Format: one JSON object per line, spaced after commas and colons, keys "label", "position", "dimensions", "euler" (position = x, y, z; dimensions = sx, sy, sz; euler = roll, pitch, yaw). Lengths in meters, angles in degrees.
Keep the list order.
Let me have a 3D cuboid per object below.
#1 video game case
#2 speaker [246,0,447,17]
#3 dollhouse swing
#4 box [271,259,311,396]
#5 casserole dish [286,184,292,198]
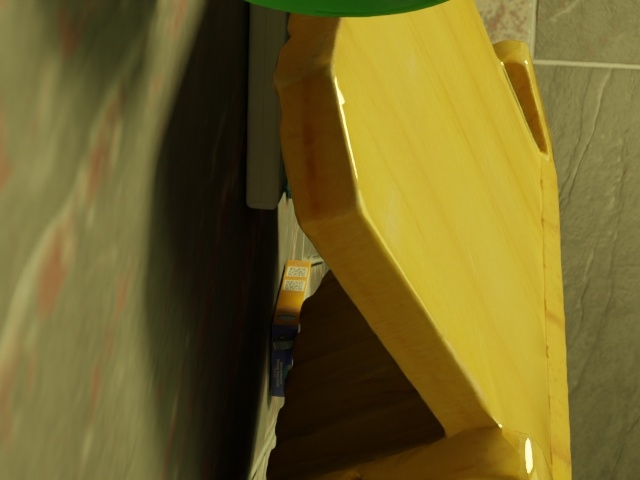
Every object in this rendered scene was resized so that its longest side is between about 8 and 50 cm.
{"label": "video game case", "position": [-0.025, -0.148, 0.611], "dimensions": [0.193, 0.023, 0.212], "euler": [-77, 170, -72]}
{"label": "speaker", "position": [0.013, -0.232, 0.281], "dimensions": [0.131, 0.131, 0.296], "euler": [75, 19, -81]}
{"label": "dollhouse swing", "position": [0.000, 0.000, 0.552], "dimensions": [0.305, 0.315, 0.346], "euler": [40, 41, -29]}
{"label": "box", "position": [-0.028, 0.085, 0.832], "dimensions": [0.136, 0.028, 0.081], "euler": [-75, 169, -63]}
{"label": "casserole dish", "position": [-0.008, -0.126, 0.862], "dimensions": [0.114, 0.037, 0.188], "euler": [91, 3, -51]}
